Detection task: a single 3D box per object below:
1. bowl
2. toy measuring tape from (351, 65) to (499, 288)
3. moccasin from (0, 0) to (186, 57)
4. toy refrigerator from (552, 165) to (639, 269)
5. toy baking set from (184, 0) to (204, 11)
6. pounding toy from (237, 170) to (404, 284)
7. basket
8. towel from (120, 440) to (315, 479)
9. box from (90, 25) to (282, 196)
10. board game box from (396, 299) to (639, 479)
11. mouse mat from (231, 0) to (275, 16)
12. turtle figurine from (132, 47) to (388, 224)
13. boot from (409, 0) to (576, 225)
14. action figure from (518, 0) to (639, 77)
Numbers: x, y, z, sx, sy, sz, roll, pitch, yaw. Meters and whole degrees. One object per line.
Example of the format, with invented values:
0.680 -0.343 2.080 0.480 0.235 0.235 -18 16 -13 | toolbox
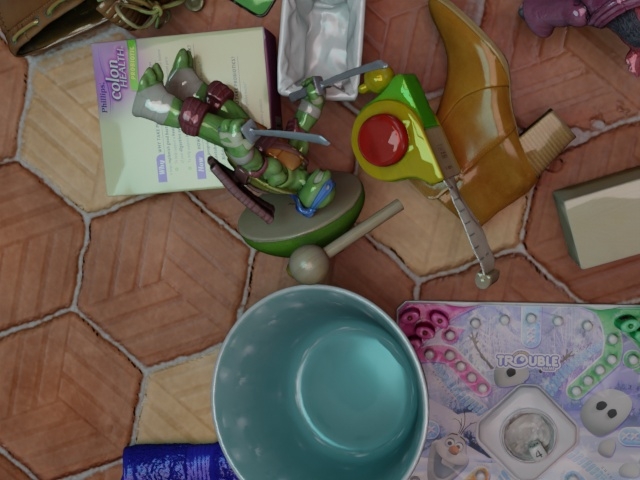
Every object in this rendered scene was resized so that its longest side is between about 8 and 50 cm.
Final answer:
0.022 0.213 1.216 0.312 0.163 0.311 -1 88 23 | bowl
0.124 -0.078 1.170 0.121 0.121 0.330 -24 88 7 | toy measuring tape
-0.269 -0.339 1.192 0.380 0.139 0.146 -13 88 10 | moccasin
0.470 -0.054 1.211 0.270 0.094 0.102 -17 101 8 | toy refrigerator
-0.222 -0.439 1.260 0.256 0.030 0.196 13 97 6 | toy baking set
0.000 0.000 1.214 0.183 0.237 0.110 -30 119 -17 | pounding toy
0.005 -0.279 1.224 0.113 0.103 0.167 5 97 5 | basket
-0.147 0.415 1.327 0.308 0.076 0.227 -6 96 6 | towel
-0.180 -0.178 1.246 0.243 0.117 0.213 -5 96 5 | box
0.304 0.286 1.283 0.390 0.050 0.389 1 96 6 | board game box
-0.098 -0.438 1.266 0.153 0.007 0.189 33 99 1 | mouse mat
-0.076 -0.170 1.084 0.266 0.274 0.197 28 64 6 | turtle figurine
0.185 -0.173 1.222 0.211 0.104 0.295 -41 85 15 | boot
0.343 -0.380 1.087 0.248 0.276 0.370 -30 78 15 | action figure
